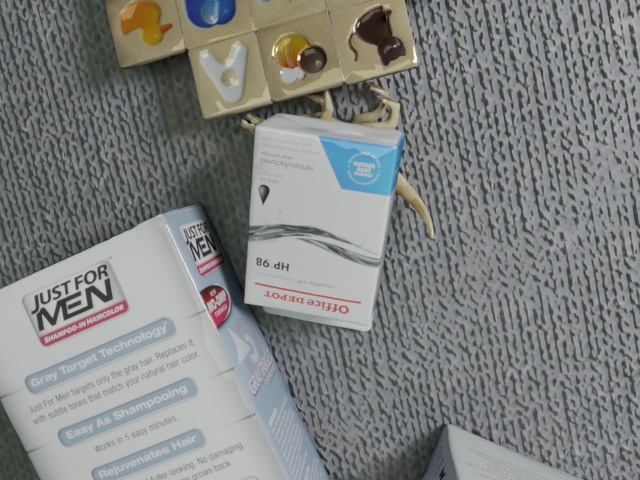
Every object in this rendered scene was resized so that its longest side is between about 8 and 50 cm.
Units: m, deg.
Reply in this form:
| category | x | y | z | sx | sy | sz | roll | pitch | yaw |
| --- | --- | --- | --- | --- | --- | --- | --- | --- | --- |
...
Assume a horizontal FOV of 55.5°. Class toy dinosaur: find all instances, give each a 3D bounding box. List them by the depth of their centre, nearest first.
| category | x | y | z | sx | sy | sz | roll | pitch | yaw |
| --- | --- | --- | --- | --- | --- | --- | --- | --- | --- |
| toy dinosaur | 0.029 | -0.081 | 0.503 | 0.183 | 0.053 | 0.092 | 27 | 113 | 1 |

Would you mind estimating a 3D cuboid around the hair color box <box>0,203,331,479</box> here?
| category | x | y | z | sx | sy | sz | roll | pitch | yaw |
| --- | --- | --- | --- | --- | --- | --- | --- | --- | --- |
| hair color box | -0.115 | 0.177 | 0.510 | 0.185 | 0.113 | 0.374 | -24 | 95 | 8 |

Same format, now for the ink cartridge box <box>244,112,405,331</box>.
| category | x | y | z | sx | sy | sz | roll | pitch | yaw |
| --- | --- | --- | --- | --- | --- | --- | --- | --- | --- |
| ink cartridge box | 0.000 | 0.000 | 0.478 | 0.104 | 0.060 | 0.180 | 9 | 113 | 8 |

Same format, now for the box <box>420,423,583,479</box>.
| category | x | y | z | sx | sy | sz | roll | pitch | yaw |
| --- | --- | --- | --- | --- | --- | --- | --- | --- | --- |
| box | 0.153 | 0.281 | 0.492 | 0.182 | 0.119 | 0.180 | 23 | 98 | 2 |

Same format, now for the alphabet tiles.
| category | x | y | z | sx | sy | sz | roll | pitch | yaw |
| --- | --- | --- | --- | --- | --- | --- | --- | --- | --- |
| alphabet tiles | -0.046 | -0.277 | 0.472 | 0.285 | 0.011 | 0.342 | -13 | 87 | 7 |
